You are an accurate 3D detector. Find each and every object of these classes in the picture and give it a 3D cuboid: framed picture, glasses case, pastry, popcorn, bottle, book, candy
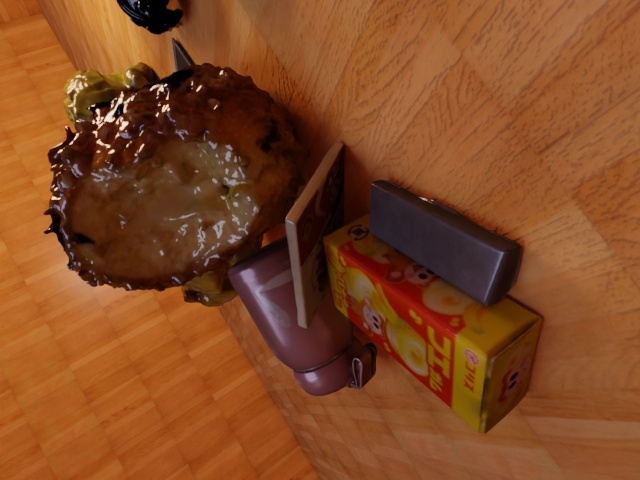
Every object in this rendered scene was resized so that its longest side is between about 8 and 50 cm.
[{"bbox_3d":[-0.291,-0.341,1.020,0.141,0.011,0.183,55,157,13],"label":"framed picture"},{"bbox_3d":[0.127,-0.006,0.499,0.191,0.042,0.071,37,141,45],"label":"glasses case"},{"bbox_3d":[-0.226,-0.114,0.718,0.292,0.405,0.337,54,-167,-30],"label":"pastry"},{"bbox_3d":[-0.543,-0.354,1.219,0.226,0.277,0.276,-9,109,62],"label":"popcorn"},{"bbox_3d":[-0.235,0.007,0.981,0.265,0.225,0.331,-130,47,-57],"label":"popcorn"},{"bbox_3d":[-0.023,0.139,0.832,0.207,0.173,0.296,-20,99,48],"label":"bottle"},{"bbox_3d":[0.000,0.000,0.639,0.022,0.162,0.231,16,140,17],"label":"book"},{"bbox_3d":[0.121,0.088,0.564,0.276,0.088,0.146,36,146,46],"label":"candy"}]

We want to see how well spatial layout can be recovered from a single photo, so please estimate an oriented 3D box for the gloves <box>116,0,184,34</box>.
[{"bbox_3d":[-0.319,-0.450,0.831,0.203,0.124,0.164,-39,62,60],"label":"gloves"}]
